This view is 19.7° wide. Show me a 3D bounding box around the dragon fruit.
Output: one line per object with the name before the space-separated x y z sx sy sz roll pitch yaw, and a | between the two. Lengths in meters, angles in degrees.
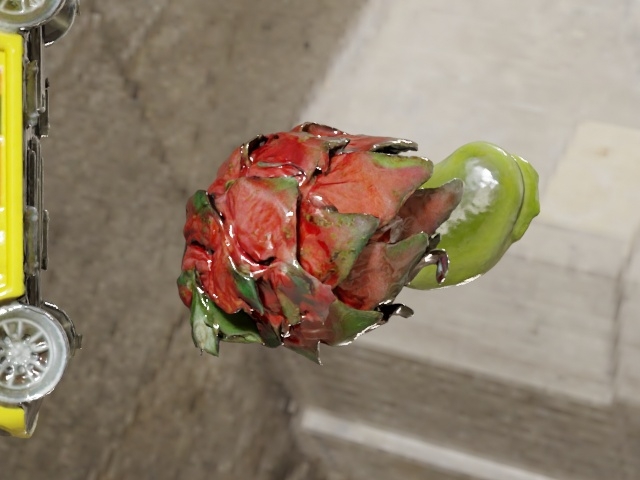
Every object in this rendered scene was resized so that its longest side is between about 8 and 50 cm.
dragon fruit | -0.008 0.000 1.324 0.189 0.182 0.182 7 96 -45

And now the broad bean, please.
broad bean | 0.136 -0.023 1.819 0.174 0.124 0.082 -43 159 5

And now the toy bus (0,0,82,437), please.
toy bus | -0.225 -0.044 1.129 0.144 0.152 0.330 180 -90 -85
